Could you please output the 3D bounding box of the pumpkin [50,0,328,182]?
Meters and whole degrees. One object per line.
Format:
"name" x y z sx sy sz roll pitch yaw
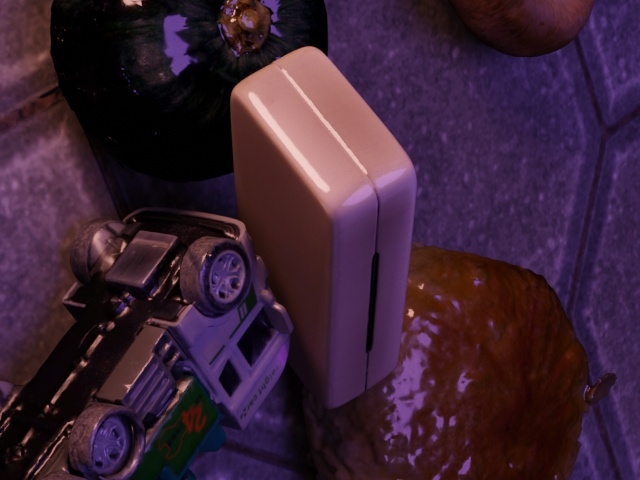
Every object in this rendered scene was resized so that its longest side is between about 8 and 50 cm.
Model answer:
"pumpkin" -0.102 -0.157 1.455 0.233 0.163 0.233 2 87 -44

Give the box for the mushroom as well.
"mushroom" 0.183 -0.311 1.745 0.278 0.146 0.278 6 83 -54

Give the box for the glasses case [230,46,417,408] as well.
"glasses case" 0.000 0.000 1.438 0.076 0.144 0.336 -30 156 -16

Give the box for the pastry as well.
"pastry" 0.119 0.159 1.694 0.329 0.136 0.330 -3 94 -45

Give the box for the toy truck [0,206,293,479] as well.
"toy truck" -0.166 0.145 1.403 0.363 0.176 0.178 -58 136 -26
